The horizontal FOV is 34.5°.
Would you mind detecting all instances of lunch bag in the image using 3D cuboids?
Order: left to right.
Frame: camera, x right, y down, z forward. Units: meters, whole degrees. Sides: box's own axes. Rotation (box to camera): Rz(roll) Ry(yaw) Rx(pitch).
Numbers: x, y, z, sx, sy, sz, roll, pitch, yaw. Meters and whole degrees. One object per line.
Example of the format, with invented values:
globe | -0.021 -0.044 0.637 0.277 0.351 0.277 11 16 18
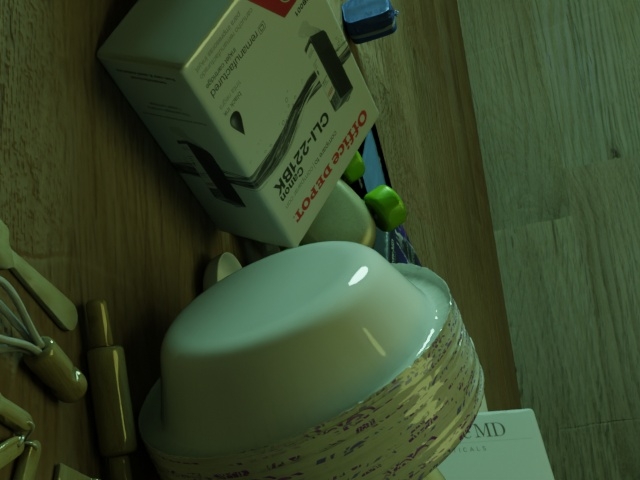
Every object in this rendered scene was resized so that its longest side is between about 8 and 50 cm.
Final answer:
lunch bag | 0.094 -0.404 1.881 0.065 0.098 0.067 63 18 -49

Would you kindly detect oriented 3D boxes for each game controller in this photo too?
game controller | 0.073 -0.091 1.611 0.319 0.067 0.167 69 16 -49

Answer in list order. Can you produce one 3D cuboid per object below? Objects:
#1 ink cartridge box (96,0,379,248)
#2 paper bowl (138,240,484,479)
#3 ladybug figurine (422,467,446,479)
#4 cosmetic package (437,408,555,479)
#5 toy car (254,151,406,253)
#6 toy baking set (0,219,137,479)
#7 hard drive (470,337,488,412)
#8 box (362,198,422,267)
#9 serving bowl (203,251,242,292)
ink cartridge box | -0.068 -0.152 1.034 0.197 0.114 0.273 -58 144 -23
paper bowl | -0.018 0.105 0.859 0.284 0.284 0.148 -64 135 -64
ladybug figurine | 0.046 0.392 0.993 0.305 0.162 0.450 17 50 -38
cosmetic package | 0.186 0.442 1.212 0.161 0.230 0.454 117 -34 -53
toy car | 0.000 0.000 1.237 0.149 0.155 0.188 50 -17 20
toy baking set | -0.191 0.101 0.735 0.196 0.030 0.256 23 57 -70
hard drive | 0.162 0.284 1.565 0.307 0.040 0.203 -17 96 -52
box | 0.080 0.062 1.510 0.207 0.108 0.153 60 25 -47
serving bowl | -0.101 0.055 1.064 0.083 0.027 0.083 -11 90 -73
